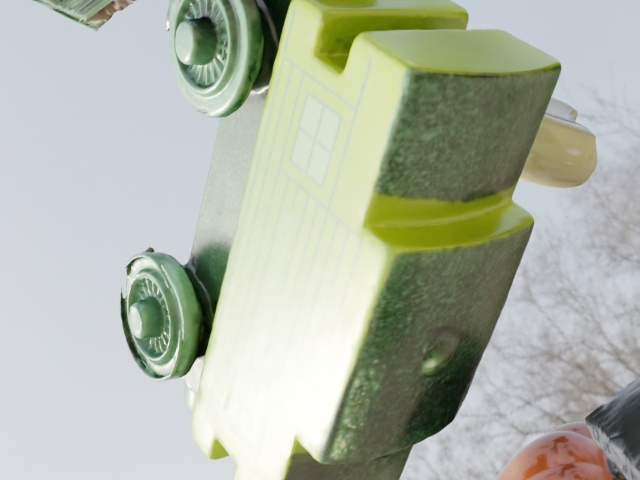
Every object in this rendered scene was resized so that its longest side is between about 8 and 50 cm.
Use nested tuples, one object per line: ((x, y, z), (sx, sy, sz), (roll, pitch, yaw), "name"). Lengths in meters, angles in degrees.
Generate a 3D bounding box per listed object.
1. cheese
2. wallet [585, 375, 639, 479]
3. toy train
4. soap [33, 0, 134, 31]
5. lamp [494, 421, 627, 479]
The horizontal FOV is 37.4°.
((0.166, -0.119, 0.949), (0.249, 0.163, 0.070), (13, -68, -20), "cheese")
((0.169, 0.055, 0.280), (0.146, 0.030, 0.285), (-36, 3, 6), "wallet")
((0.000, 0.000, 0.675), (0.179, 0.272, 0.442), (-10, -52, -38), "toy train")
((-0.276, -0.309, 0.906), (0.218, 0.098, 0.273), (-26, -32, 37), "soap")
((0.224, 0.252, 0.783), (0.188, 0.187, 0.164), (-3, -47, -44), "lamp")
